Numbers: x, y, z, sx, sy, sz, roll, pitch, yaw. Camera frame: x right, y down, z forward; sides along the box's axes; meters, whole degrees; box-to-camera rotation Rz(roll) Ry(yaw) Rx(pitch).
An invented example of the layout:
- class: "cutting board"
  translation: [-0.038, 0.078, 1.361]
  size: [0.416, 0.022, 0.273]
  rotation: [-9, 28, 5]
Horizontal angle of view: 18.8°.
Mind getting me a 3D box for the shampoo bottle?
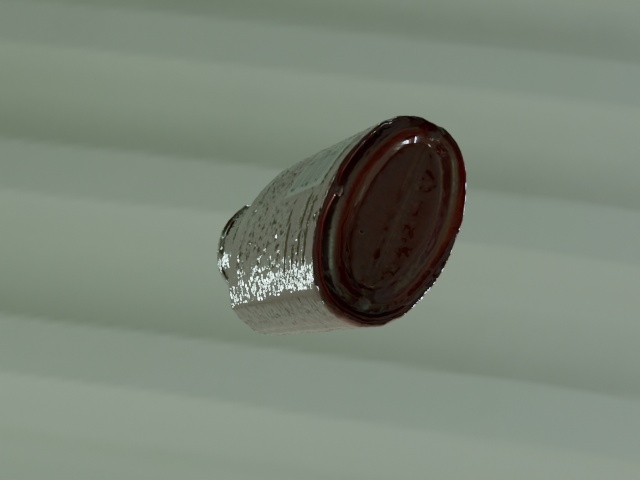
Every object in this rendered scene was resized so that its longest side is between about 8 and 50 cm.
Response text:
- class: "shampoo bottle"
  translation: [0.001, 0.000, 1.147]
  size: [0.076, 0.314, 0.118]
  rotation: [21, -99, -11]
